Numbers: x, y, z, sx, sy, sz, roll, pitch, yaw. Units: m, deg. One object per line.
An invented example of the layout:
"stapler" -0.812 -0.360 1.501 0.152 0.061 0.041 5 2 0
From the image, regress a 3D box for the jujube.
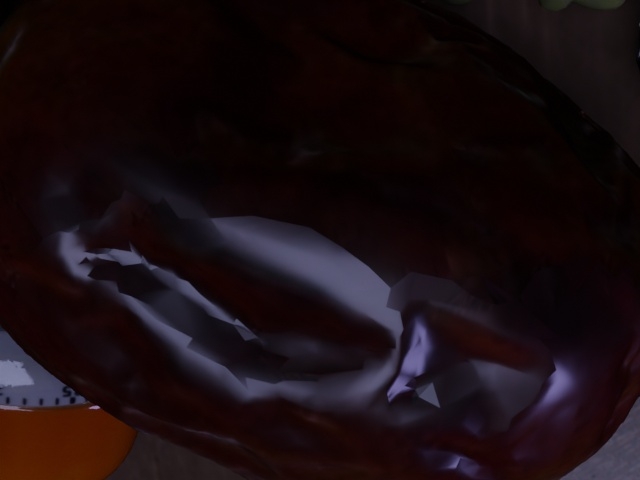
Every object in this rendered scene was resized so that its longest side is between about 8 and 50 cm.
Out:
"jujube" 0.000 0.000 0.393 0.243 0.183 0.183 15 113 1

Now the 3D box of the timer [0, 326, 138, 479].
"timer" -0.142 0.068 0.493 0.136 0.099 0.136 10 121 18

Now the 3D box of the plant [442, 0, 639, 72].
"plant" 0.108 -0.179 0.329 0.261 0.297 0.306 8 159 31

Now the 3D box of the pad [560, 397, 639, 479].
"pad" 0.126 0.122 0.462 0.266 0.002 0.176 -33 77 12
